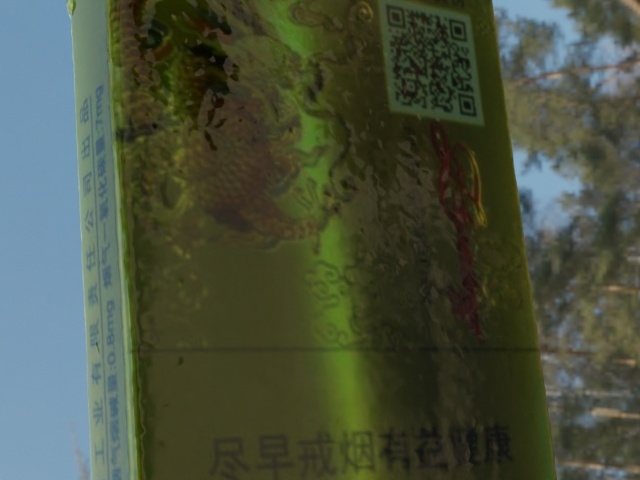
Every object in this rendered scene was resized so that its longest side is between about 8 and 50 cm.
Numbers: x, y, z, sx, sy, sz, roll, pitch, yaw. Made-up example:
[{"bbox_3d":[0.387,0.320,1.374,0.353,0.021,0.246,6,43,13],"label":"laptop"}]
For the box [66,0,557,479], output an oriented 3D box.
[{"bbox_3d":[0.000,0.000,0.398,0.173,0.043,0.311,3,-105,-34],"label":"box"}]
